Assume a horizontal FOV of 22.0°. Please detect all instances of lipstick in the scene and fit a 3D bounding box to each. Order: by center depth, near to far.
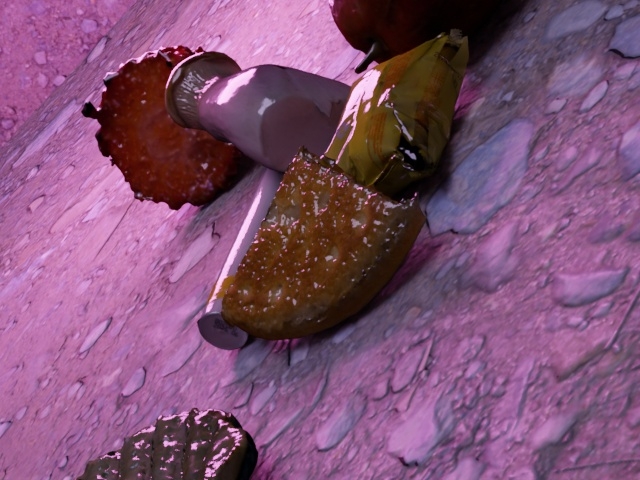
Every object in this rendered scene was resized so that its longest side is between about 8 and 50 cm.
[{"bbox_3d":[-0.071,0.012,1.837,0.059,0.059,0.264,-31,25,38],"label":"lipstick"}]

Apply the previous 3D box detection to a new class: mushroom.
[{"bbox_3d":[-0.069,-0.154,1.962,0.329,0.159,0.122,23,94,59],"label":"mushroom"}]

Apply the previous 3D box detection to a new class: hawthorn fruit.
[{"bbox_3d":[0.106,-0.296,1.856,0.224,0.224,0.260,-10,58,59],"label":"hawthorn fruit"}]

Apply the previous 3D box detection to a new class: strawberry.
[{"bbox_3d":[-0.179,-0.165,2.233,0.234,0.234,0.178,-34,1,33],"label":"strawberry"}]

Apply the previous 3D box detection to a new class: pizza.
[{"bbox_3d":[0.000,0.000,1.646,0.292,0.058,0.197,-33,51,37],"label":"pizza"}]

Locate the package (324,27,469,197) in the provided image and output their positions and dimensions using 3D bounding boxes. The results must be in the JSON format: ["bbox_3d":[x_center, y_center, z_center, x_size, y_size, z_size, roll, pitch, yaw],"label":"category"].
[{"bbox_3d":[0.078,-0.122,1.737,0.168,0.090,0.226,-24,35,41],"label":"package"}]

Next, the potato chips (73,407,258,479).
[{"bbox_3d":[-0.188,0.297,1.528,0.358,0.070,0.429,-42,20,20],"label":"potato chips"}]
